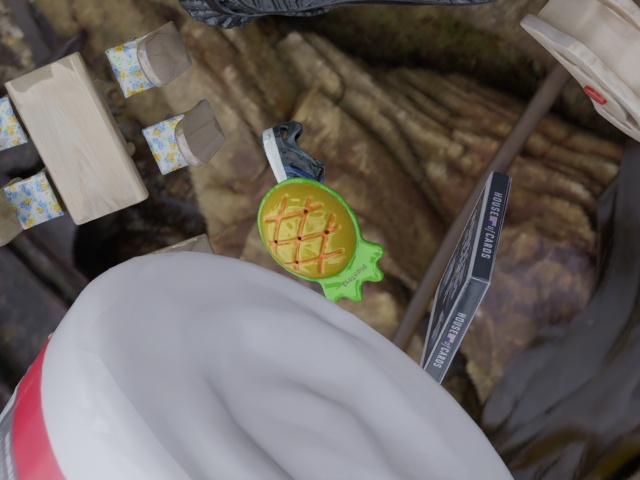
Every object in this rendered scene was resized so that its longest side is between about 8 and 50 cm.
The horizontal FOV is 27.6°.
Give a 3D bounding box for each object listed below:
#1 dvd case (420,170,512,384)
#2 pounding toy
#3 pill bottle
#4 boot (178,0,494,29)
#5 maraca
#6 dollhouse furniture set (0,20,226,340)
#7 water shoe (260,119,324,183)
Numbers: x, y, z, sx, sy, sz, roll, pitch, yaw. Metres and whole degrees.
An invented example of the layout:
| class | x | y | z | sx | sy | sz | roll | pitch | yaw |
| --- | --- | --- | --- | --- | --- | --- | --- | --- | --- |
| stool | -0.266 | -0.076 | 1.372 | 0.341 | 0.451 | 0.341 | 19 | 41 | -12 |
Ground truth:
| class | x | y | z | sx | sy | sz | roll | pitch | yaw |
| --- | --- | --- | --- | --- | --- | --- | --- | --- | --- |
| dvd case | 0.170 | 0.057 | 1.569 | 0.030 | 0.179 | 0.238 | 18 | 138 | 0 |
| pounding toy | 0.353 | -0.198 | 1.375 | 0.269 | 0.154 | 0.155 | 39 | 94 | -22 |
| pill bottle | -0.082 | 0.174 | 0.468 | 0.176 | 0.176 | 0.318 | 35 | 113 | -1 |
| boot | 0.032 | -0.294 | 1.335 | 0.348 | 0.260 | 0.131 | -5 | 96 | -14 |
| maraca | 0.000 | 0.000 | 1.693 | 0.186 | 0.099 | 0.127 | 44 | 114 | 1 |
| dollhouse furniture set | -0.194 | -0.033 | 1.116 | 0.212 | 0.161 | 0.242 | -19 | 106 | 18 |
| water shoe | -0.025 | -0.094 | 2.055 | 0.080 | 0.073 | 0.203 | -24 | 86 | 1 |
